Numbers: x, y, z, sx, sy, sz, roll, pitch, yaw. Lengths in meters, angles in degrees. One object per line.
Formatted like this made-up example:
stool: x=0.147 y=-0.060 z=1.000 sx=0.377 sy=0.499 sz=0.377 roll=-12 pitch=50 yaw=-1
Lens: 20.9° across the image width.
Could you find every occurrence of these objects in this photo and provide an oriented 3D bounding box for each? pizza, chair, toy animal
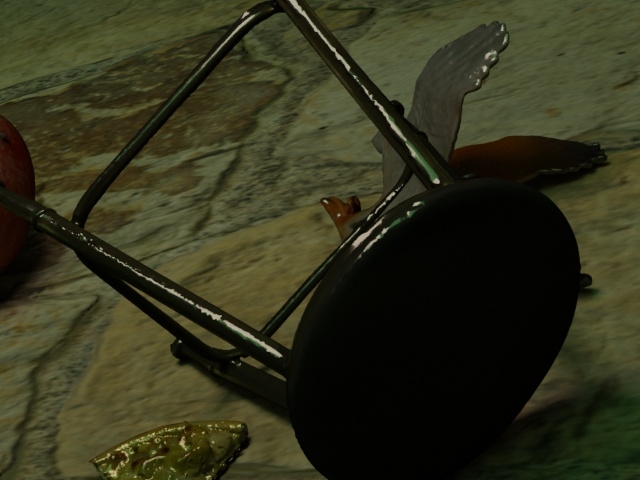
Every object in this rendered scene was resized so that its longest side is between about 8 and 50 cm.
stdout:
pizza: x=-0.148 y=0.213 z=1.677 sx=0.160 sy=0.035 sz=0.099 roll=-16 pitch=30 yaw=7
chair: x=0.000 y=0.000 z=1.599 sx=0.364 sy=0.362 sz=0.410 roll=-48 pitch=47 yaw=-3
toy animal: x=0.147 y=-0.033 z=1.869 sx=0.302 sy=0.225 sz=0.284 roll=-19 pitch=48 yaw=28

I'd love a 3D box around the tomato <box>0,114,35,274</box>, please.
tomato: x=-0.474 y=-0.046 z=2.092 sx=0.265 sy=0.265 sz=0.265 roll=-15 pitch=30 yaw=9
